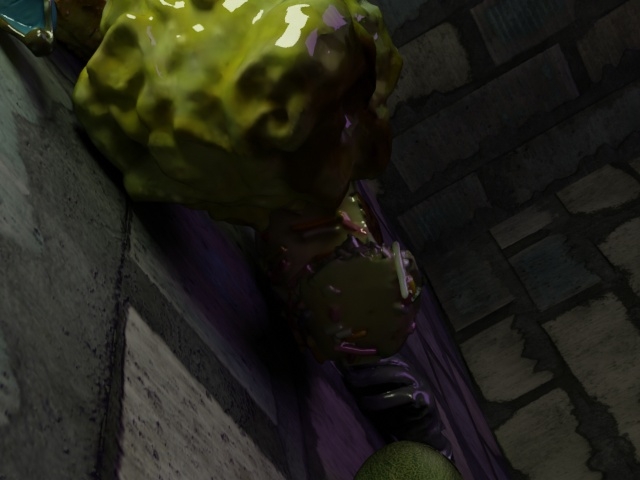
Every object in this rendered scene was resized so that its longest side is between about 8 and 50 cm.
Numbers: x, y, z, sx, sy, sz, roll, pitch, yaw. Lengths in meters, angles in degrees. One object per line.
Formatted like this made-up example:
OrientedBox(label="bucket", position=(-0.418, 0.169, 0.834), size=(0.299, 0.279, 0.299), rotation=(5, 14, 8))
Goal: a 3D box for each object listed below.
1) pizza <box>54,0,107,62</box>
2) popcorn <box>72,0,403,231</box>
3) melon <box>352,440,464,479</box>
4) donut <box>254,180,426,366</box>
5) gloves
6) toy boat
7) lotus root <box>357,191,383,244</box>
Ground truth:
OrientedBox(label="pizza", position=(-0.266, -0.336, 0.942), size=(0.258, 0.087, 0.268), rotation=(37, 37, -77))
OrientedBox(label="popcorn", position=(-0.085, -0.150, 0.871), size=(0.312, 0.312, 0.312), rotation=(58, 9, -15))
OrientedBox(label="melon", position=(0.098, 0.297, 0.948), size=(0.139, 0.139, 0.192), rotation=(59, 9, -11))
OrientedBox(label="donut", position=(-0.003, -0.002, 1.090), size=(0.307, 0.150, 0.371), rotation=(85, -18, -57))
OrientedBox(label="gloves", position=(0.124, 0.263, 1.367), size=(0.285, 0.119, 0.142), rotation=(54, -21, -19))
OrientedBox(label="toy boat", position=(-0.284, -0.242, 0.729), size=(0.185, 0.075, 0.077), rotation=(61, 5, -21))
OrientedBox(label="lotus root", position=(0.022, -0.038, 1.570), size=(0.314, 0.141, 0.169), rotation=(55, 6, -23))
